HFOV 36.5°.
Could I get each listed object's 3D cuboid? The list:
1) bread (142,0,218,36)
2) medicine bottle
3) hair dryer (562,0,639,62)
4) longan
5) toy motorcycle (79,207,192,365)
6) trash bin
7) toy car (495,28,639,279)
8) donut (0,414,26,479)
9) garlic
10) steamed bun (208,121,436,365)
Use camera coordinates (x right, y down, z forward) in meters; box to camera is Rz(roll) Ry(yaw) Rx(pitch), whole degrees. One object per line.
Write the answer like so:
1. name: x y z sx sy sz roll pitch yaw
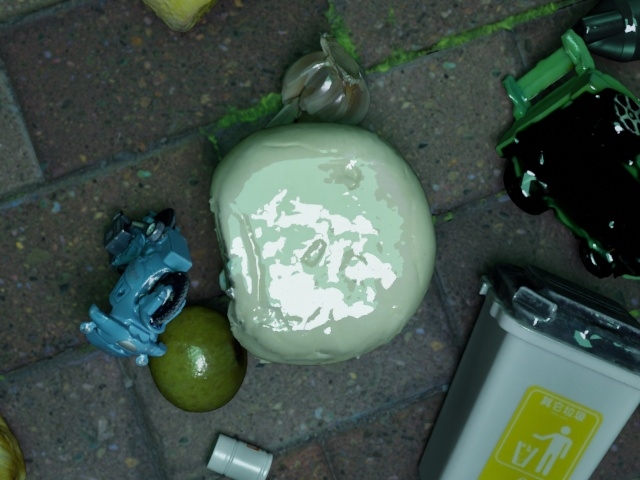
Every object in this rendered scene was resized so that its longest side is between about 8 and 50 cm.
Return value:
1. bread: -0.195 -0.409 1.393 0.197 0.197 0.170 -41 105 -4
2. medicine bottle: -0.121 0.331 1.454 0.089 0.057 0.057 22 88 -5
3. hair dryer: 0.519 -0.243 1.493 0.244 0.116 0.303 -14 98 -2
4. longan: -0.188 0.173 1.417 0.145 0.176 0.155 16 65 -46
5. toy motorcycle: -0.251 0.063 1.352 0.123 0.272 0.182 37 106 -29
6. trash bin: 0.297 0.235 1.411 0.255 0.296 0.368 22 102 -6
7. toy car: 0.418 -0.114 1.436 0.358 0.213 0.176 43 43 -9
8. donut: -0.595 0.353 1.360 0.360 0.170 0.360 0 90 -3
9. garlic: -0.008 -0.204 1.445 0.131 0.127 0.194 48 113 15
10. steamed bun: 0.000 0.000 1.378 0.311 0.233 0.334 -2 94 -6
